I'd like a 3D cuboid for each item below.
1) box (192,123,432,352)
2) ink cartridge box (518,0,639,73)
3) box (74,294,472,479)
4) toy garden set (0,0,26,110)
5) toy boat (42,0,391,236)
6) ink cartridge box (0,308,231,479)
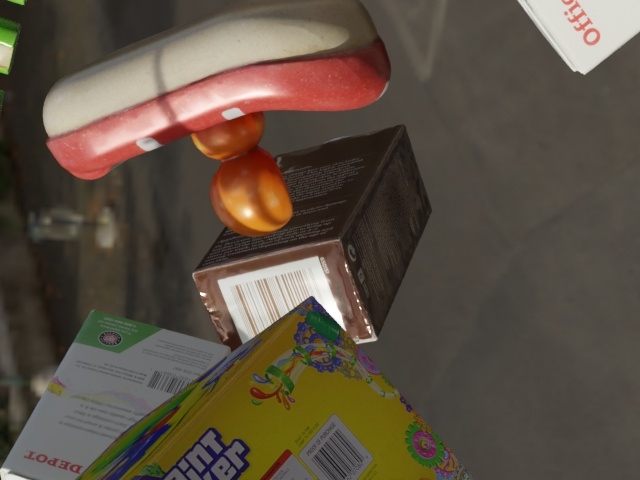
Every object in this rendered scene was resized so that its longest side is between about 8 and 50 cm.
[{"bbox_3d":[0.000,0.000,2.049,0.191,0.381,0.143,-13,111,20],"label":"box"},{"bbox_3d":[0.282,-0.328,1.569,0.283,0.207,0.117,-38,32,6],"label":"ink cartridge box"},{"bbox_3d":[-0.098,0.231,1.156,0.177,0.290,0.279,49,134,-4],"label":"box"},{"bbox_3d":[-0.354,-0.148,1.352,0.049,0.203,0.244,-81,10,-53],"label":"toy garden set"},{"bbox_3d":[-0.059,-0.075,1.121,0.231,0.151,0.151,-19,101,20],"label":"toy boat"},{"bbox_3d":[-0.193,0.187,1.633,0.093,0.154,0.212,92,-163,-45],"label":"ink cartridge box"}]
